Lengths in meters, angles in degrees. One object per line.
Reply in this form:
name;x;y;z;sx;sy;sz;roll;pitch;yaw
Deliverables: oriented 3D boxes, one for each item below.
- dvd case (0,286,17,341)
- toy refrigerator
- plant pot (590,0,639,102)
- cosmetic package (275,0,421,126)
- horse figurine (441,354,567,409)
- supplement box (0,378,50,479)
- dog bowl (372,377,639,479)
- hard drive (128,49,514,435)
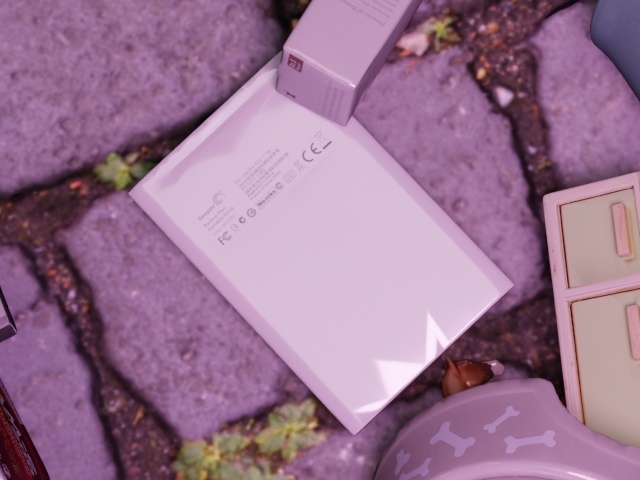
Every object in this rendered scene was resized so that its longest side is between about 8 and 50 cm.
dvd case;-0.403;0.031;1.756;0.179;0.029;0.238;-26;57;-1
toy refrigerator;0.276;0.082;1.702;0.102;0.094;0.269;-13;66;25
plant pot;0.397;-0.180;1.703;0.255;0.271;0.271;40;86;20
cosmetic package;0.051;-0.233;1.757;0.085;0.117;0.231;29;75;4
horse figurine;0.207;0.235;1.751;0.174;0.066;0.263;-1;82;-4
supplement box;-0.320;0.179;1.683;0.073;0.239;0.130;-27;84;-3
dog bowl;0.200;0.293;1.641;0.349;0.102;0.349;8;121;13
hard drive;0.000;0.000;1.789;0.210;0.040;0.318;-43;83;-3
